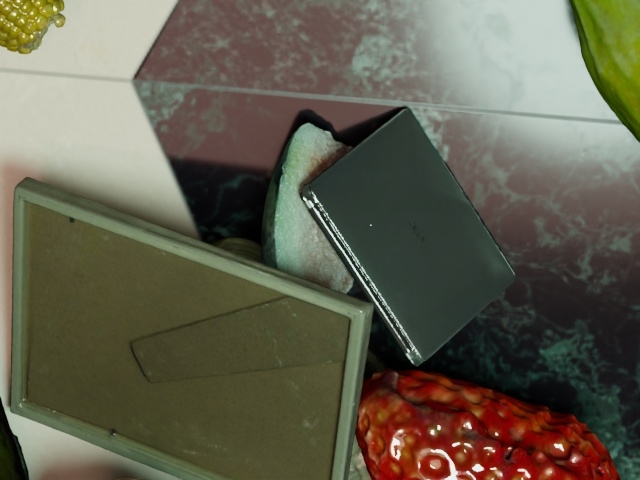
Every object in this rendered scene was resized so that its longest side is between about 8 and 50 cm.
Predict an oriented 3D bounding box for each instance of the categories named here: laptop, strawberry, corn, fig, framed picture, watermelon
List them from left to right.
[{"bbox_3d":[-0.311,-0.235,1.593,0.238,0.080,0.080,36,105,-11],"label":"corn"},{"bbox_3d":[-0.116,0.098,1.627,0.324,0.020,0.240,18,124,19],"label":"framed picture"},{"bbox_3d":[-0.009,0.000,1.629,0.094,0.081,0.180,22,67,-6],"label":"watermelon"},{"bbox_3d":[0.074,-0.003,1.642,0.129,0.016,0.180,-39,105,-25],"label":"laptop"},{"bbox_3d":[0.125,0.194,1.630,0.205,0.205,0.244,-42,107,14],"label":"strawberry"},{"bbox_3d":[0.282,-0.159,1.555,0.233,0.167,0.167,43,107,24],"label":"fig"}]

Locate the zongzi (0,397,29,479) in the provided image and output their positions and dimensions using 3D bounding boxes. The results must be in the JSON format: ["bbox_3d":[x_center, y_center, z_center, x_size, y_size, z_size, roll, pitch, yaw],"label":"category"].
[{"bbox_3d":[-0.300,0.333,1.706,0.362,0.319,0.383,25,126,-12],"label":"zongzi"}]

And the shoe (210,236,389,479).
[{"bbox_3d":[-0.016,0.122,1.678,0.103,0.098,0.275,-40,102,16],"label":"shoe"}]

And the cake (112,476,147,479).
[{"bbox_3d":[-0.155,0.284,1.637,0.178,0.185,0.207,47,69,-17],"label":"cake"}]
